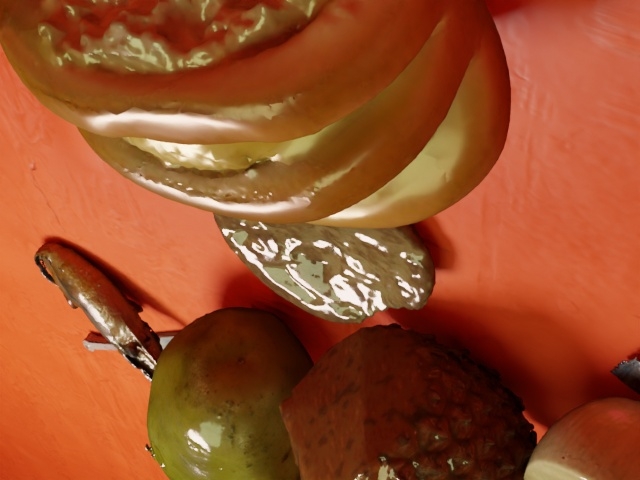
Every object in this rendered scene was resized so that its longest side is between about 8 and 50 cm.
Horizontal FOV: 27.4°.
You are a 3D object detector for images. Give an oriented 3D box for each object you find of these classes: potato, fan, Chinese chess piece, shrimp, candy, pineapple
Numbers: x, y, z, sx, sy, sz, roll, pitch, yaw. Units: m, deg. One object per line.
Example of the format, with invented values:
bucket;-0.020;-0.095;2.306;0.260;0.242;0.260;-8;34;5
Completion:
potato;-0.095;0.190;1.483;0.216;0.216;0.304;28;149;3
fan;-0.244;0.137;1.772;0.282;0.023;0.057;-2;143;47
Chinese chess piece;0.300;0.254;1.180;0.250;0.101;0.250;42;160;19
shrimp;-0.257;0.098;1.658;0.262;0.066;0.117;53;165;-16
candy;0.318;0.140;1.140;0.136;0.038;0.088;32;171;12
pineapple;0.148;0.228;1.326;0.362;0.202;0.202;30;159;-31

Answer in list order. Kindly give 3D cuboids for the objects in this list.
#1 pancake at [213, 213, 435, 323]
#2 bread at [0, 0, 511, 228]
pancake;0.001;-0.001;1.200;0.222;0.042;0.236;34;153;1
bread;-0.049;-0.115;0.825;0.315;0.211;0.270;20;156;27
